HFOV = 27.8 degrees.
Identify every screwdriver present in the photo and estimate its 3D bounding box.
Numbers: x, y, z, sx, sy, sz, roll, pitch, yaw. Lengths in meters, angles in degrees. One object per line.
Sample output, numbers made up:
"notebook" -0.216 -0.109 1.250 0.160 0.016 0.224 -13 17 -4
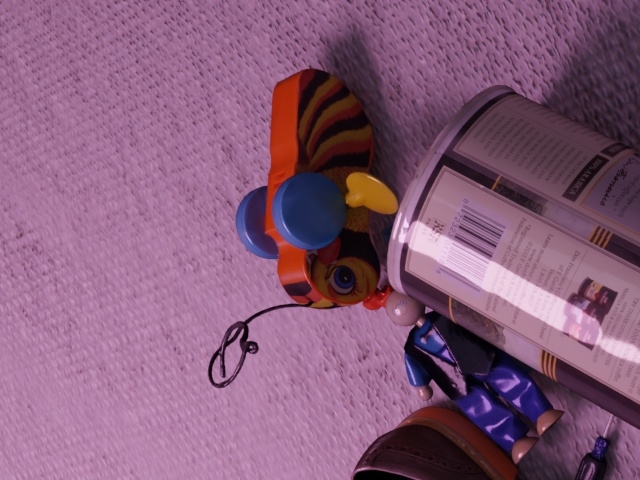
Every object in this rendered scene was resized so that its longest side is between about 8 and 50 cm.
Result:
"screwdriver" 0.255 0.163 1.147 0.024 0.025 0.170 24 112 26

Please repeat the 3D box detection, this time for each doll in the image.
"doll" 0.136 0.109 1.179 0.189 0.046 0.129 43 115 14

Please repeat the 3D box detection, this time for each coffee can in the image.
"coffee can" 0.222 0.019 1.049 0.275 0.201 0.201 30 110 24

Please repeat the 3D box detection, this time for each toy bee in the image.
"toy bee" 0.000 0.000 1.222 0.195 0.162 0.298 29 98 62

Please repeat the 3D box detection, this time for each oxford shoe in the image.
"oxford shoe" 0.175 0.304 1.144 0.363 0.133 0.130 38 122 23

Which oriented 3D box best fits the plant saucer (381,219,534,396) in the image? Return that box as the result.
"plant saucer" 0.135 0.049 1.210 0.067 0.018 0.192 -41 75 28
